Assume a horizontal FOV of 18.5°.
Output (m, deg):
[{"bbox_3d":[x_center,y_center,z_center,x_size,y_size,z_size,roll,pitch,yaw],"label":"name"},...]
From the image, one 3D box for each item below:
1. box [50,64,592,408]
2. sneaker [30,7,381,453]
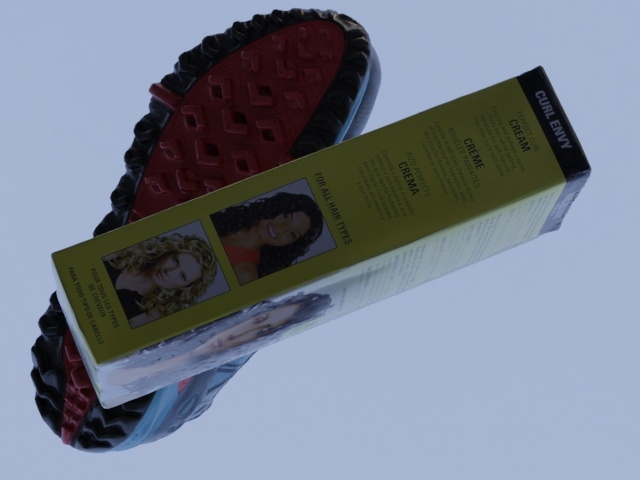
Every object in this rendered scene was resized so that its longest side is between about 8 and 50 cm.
[{"bbox_3d":[0.000,0.000,0.870,0.232,0.087,0.058,-22,-105,-9],"label":"box"},{"bbox_3d":[-0.050,-0.007,1.028,0.104,0.125,0.262,41,-76,24],"label":"sneaker"}]
